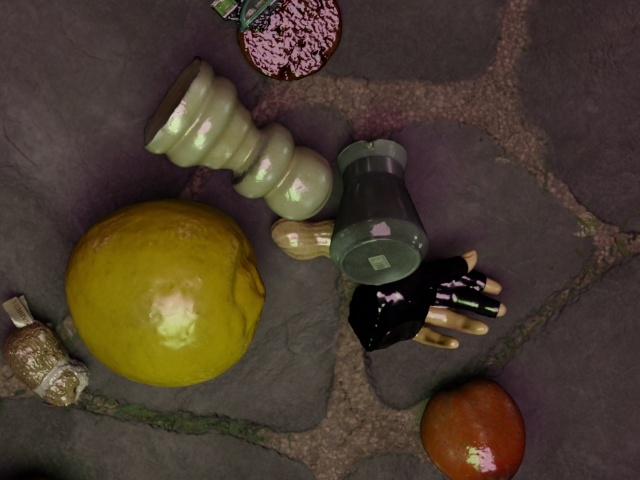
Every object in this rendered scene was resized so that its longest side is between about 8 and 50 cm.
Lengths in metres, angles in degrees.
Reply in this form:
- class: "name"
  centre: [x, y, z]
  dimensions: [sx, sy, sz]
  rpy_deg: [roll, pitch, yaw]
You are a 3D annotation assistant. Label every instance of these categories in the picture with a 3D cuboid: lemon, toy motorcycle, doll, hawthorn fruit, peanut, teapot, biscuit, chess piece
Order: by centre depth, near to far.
- class: "toy motorcycle"
  centre: [-0.094, -0.424, 1.756]
  dimensions: [0.173, 0.058, 0.100]
  rpy_deg: [-44, 94, 2]
- class: "lemon"
  centre: [-0.262, 0.087, 1.762]
  dimensions: [0.348, 0.348, 0.347]
  rpy_deg: [-2, 104, -7]
- class: "chess piece"
  centre: [-0.125, -0.156, 1.813]
  dimensions: [0.330, 0.182, 0.182]
  rpy_deg: [32, 98, -20]
- class: "biscuit"
  centre: [-0.055, -0.374, 1.820]
  dimensions: [0.192, 0.049, 0.192]
  rpy_deg: [-2, 98, -12]
- class: "teapot"
  centre: [0.102, -0.045, 1.826]
  dimensions: [0.171, 0.225, 0.203]
  rpy_deg: [-9, 145, 11]
- class: "doll"
  centre: [-0.506, 0.205, 1.868]
  dimensions: [0.115, 0.105, 0.221]
  rpy_deg: [-29, 108, 7]
- class: "peanut"
  centre: [0.000, 0.000, 1.903]
  dimensions: [0.187, 0.082, 0.082]
  rpy_deg: [4, 103, -10]
- class: "hawthorn fruit"
  centre: [0.300, 0.385, 1.950]
  dimensions: [0.199, 0.251, 0.199]
  rpy_deg: [-11, 134, -12]

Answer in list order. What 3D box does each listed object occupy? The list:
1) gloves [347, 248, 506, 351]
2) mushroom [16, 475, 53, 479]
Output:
- class: "gloves"
  centre: [0.204, 0.105, 1.917]
  dimensions: [0.301, 0.152, 0.197]
  rpy_deg: [3, 125, -15]
- class: "mushroom"
  centre: [-0.550, 0.540, 1.863]
  dimensions: [0.195, 0.283, 0.263]
  rpy_deg: [45, 122, -1]
